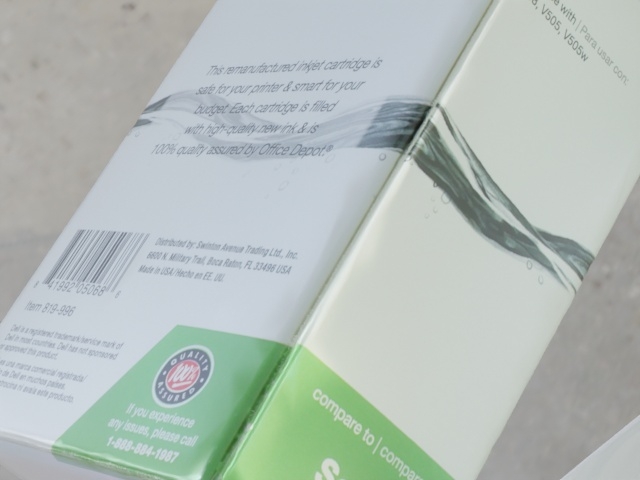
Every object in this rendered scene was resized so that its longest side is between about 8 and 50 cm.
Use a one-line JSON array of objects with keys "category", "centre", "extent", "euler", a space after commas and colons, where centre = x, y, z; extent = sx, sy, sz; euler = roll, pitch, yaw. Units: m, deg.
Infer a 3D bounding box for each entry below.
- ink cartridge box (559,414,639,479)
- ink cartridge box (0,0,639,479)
[{"category": "ink cartridge box", "centre": [0.206, 0.208, 1.051], "extent": [0.168, 0.171, 0.232], "euler": [47, 168, 22]}, {"category": "ink cartridge box", "centre": [0.000, 0.000, 0.587], "extent": [0.087, 0.208, 0.153], "euler": [43, 158, -31]}]
